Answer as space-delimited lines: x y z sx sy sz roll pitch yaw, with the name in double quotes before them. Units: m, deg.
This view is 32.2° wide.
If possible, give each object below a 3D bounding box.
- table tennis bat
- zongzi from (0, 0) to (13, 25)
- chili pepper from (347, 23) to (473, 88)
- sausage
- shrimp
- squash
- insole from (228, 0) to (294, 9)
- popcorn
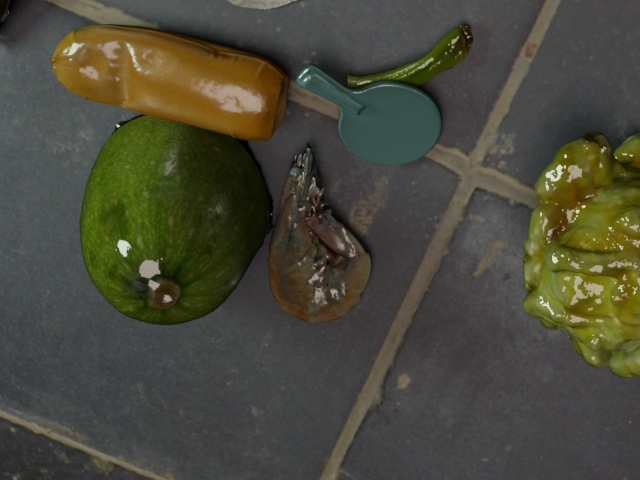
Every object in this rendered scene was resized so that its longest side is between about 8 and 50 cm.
"table tennis bat" 0.068 -0.188 1.607 0.237 0.038 0.149 26 131 -24
"zongzi" -0.467 -0.395 1.642 0.094 0.204 0.205 41 155 9
"chili pepper" 0.130 -0.247 1.596 0.201 0.050 0.052 -20 145 18
"sausage" -0.224 -0.242 1.630 0.354 0.116 0.134 16 132 7
"shrimp" 0.000 0.000 1.735 0.164 0.062 0.317 6 121 4
"squash" -0.249 -0.002 1.642 0.310 0.309 0.310 5 117 10
"insole" -0.050 -0.369 1.592 0.193 0.006 0.065 -5 114 13
"popcorn" 0.424 0.030 1.539 0.279 0.274 0.335 49 152 30
